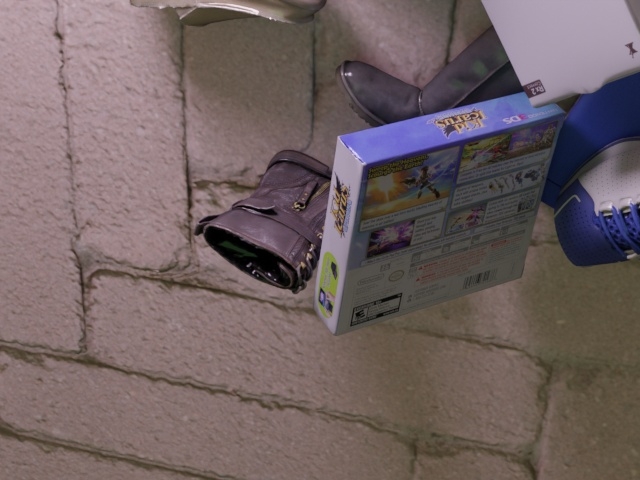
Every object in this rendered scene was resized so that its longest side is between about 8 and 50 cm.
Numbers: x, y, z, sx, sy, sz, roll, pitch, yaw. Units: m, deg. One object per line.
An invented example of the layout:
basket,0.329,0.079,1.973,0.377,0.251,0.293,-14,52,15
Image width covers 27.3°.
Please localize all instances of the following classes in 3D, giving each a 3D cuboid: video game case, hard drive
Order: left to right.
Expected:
video game case,0.130,-0.032,1.484,0.061,0.269,0.244,50,144,39
hard drive,0.398,-0.131,1.488,0.210,0.040,0.319,31,123,0

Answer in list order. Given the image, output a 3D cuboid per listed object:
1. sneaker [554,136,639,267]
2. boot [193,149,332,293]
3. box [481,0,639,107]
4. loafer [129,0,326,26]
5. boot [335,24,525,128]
sneaker,0.376,-0.034,1.402,0.315,0.182,0.127,-21,110,39
boot,0.000,0.000,1.580,0.262,0.229,0.091,22,123,6
box,0.276,-0.255,1.355,0.181,0.119,0.182,-17,102,56
loafer,-0.117,-0.294,1.538,0.268,0.102,0.092,19,124,19
boot,0.148,-0.192,1.517,0.189,0.076,0.208,36,131,-21
